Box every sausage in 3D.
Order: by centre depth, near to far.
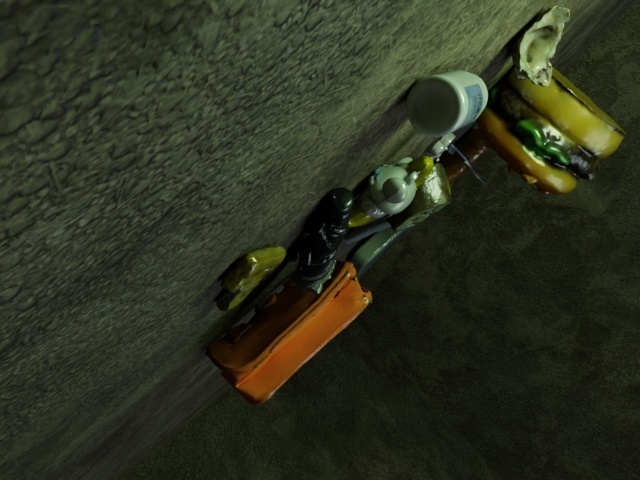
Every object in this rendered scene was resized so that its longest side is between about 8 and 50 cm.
[{"bbox_3d":[0.478,-0.281,2.211,0.270,0.109,0.109,-41,172,-11],"label":"sausage"}]

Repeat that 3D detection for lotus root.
[{"bbox_3d":[0.247,-0.112,1.760,0.138,0.119,0.235,-16,168,-37],"label":"lotus root"}]

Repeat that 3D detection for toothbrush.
[{"bbox_3d":[0.498,-0.256,2.155,0.031,0.023,0.321,-52,139,9],"label":"toothbrush"}]

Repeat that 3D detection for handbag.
[{"bbox_3d":[-0.085,0.206,1.619,0.410,0.116,0.303,-41,-160,-16],"label":"handbag"}]

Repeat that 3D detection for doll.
[{"bbox_3d":[0.157,-0.117,1.452,0.237,0.111,0.252,-29,-175,44],"label":"doll"}]

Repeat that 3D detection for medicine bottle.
[{"bbox_3d":[0.228,-0.245,1.124,0.103,0.103,0.186,-48,171,32],"label":"medicine bottle"}]

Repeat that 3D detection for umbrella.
[{"bbox_3d":[0.001,-0.005,1.389,0.113,0.106,0.358,-50,169,-30],"label":"umbrella"}]

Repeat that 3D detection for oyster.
[{"bbox_3d":[0.493,-0.445,1.482,0.161,0.107,0.233,-39,154,5],"label":"oyster"}]

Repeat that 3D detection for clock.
[{"bbox_3d":[0.339,-0.263,1.817,0.087,0.041,0.129,-52,173,34],"label":"clock"}]

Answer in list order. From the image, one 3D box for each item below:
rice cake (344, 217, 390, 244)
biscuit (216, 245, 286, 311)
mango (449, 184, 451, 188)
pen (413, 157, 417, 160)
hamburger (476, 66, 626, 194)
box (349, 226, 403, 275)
[{"bbox_3d":[0.185,-0.048,1.984,0.198,0.037,0.189,-23,180,25],"label":"rice cake"},{"bbox_3d":[-0.149,0.076,1.201,0.174,0.039,0.183,-43,172,12],"label":"biscuit"},{"bbox_3d":[0.499,-0.226,2.678,0.115,0.089,0.165,-17,152,-52],"label":"mango"},{"bbox_3d":[0.271,-0.207,1.809,0.053,0.032,0.197,-45,174,14],"label":"pen"},{"bbox_3d":[0.635,-0.316,1.821,0.277,0.396,0.395,-48,171,26],"label":"hamburger"},{"bbox_3d":[0.269,-0.015,2.645,0.373,0.090,0.367,-43,173,-10],"label":"box"}]
